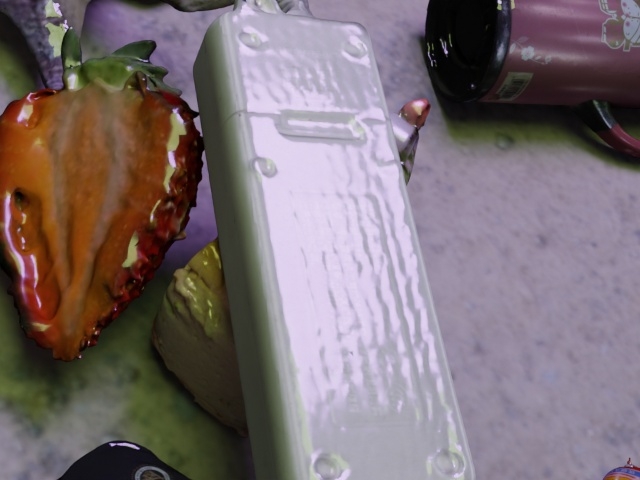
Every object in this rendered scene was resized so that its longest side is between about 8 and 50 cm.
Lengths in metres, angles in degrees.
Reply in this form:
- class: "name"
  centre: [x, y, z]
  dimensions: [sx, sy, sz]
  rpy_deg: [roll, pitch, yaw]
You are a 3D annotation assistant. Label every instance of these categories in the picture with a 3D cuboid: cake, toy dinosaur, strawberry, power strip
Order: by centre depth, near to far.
- class: "power strip"
  centre: [0.000, 0.000, 0.688]
  dimensions: [0.098, 0.058, 0.338]
  rpy_deg: [1, 60, -22]
- class: "strawberry"
  centre: [-0.122, -0.028, 0.765]
  dimensions: [0.140, 0.085, 0.192]
  rpy_deg: [-36, 59, 8]
- class: "cake"
  centre: [-0.016, -0.002, 0.788]
  dimensions: [0.090, 0.109, 0.225]
  rpy_deg: [31, 52, -1]
- class: "toy dinosaur"
  centre: [-0.165, -0.213, 0.898]
  dimensions: [0.162, 0.077, 0.294]
  rpy_deg: [-9, 47, -22]

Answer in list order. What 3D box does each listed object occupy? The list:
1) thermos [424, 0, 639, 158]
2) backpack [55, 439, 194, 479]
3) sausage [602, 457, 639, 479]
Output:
- class: "thermos"
  centre: [0.253, -0.140, 0.990]
  dimensions: [0.330, 0.109, 0.136]
  rpy_deg: [0, 57, -22]
- class: "backpack"
  centre: [-0.068, 0.170, 0.651]
  dimensions: [0.165, 0.106, 0.120]
  rpy_deg: [29, 49, -1]
- class: "sausage"
  centre: [0.172, 0.183, 0.785]
  dimensions: [0.034, 0.034, 0.129]
  rpy_deg: [27, 52, -2]
